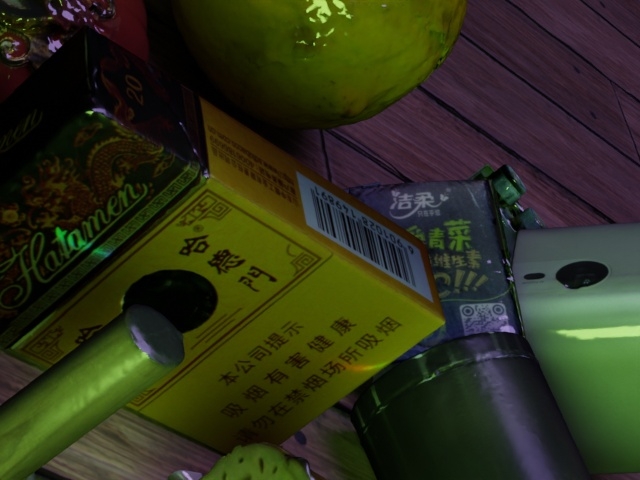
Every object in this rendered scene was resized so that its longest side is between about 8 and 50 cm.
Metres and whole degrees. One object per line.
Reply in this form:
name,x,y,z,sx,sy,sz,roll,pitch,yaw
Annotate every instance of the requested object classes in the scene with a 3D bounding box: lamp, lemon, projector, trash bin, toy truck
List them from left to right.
lamp,-0.269,-0.192,1.552,0.227,0.227,0.227,37,30,-25
lemon,-0.006,-0.315,1.962,0.350,0.350,0.387,15,52,-49
trash bin,0.177,0.270,1.676,0.252,0.203,0.301,91,-22,-61
toy truck,0.267,0.030,2.201,0.259,0.128,0.135,55,14,9
projector,0.357,0.124,1.976,0.248,0.249,0.248,-69,152,-60

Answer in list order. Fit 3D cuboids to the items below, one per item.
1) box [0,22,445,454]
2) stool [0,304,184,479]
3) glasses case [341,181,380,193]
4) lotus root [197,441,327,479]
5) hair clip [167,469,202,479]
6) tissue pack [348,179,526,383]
box,-0.128,0.020,1.454,0.415,0.264,0.116,32,32,-36
stool,-0.257,0.156,1.128,0.310,0.226,0.310,30,32,-35
glasses case,0.000,0.000,1.918,0.266,0.056,0.105,-14,91,-61
lotus root,-0.030,0.287,1.370,0.180,0.188,0.199,38,24,-53
hair clip,-0.050,0.282,1.493,0.226,0.034,0.072,39,30,-21
tissue pack,0.125,0.046,1.849,0.173,0.073,0.235,-4,56,-8
